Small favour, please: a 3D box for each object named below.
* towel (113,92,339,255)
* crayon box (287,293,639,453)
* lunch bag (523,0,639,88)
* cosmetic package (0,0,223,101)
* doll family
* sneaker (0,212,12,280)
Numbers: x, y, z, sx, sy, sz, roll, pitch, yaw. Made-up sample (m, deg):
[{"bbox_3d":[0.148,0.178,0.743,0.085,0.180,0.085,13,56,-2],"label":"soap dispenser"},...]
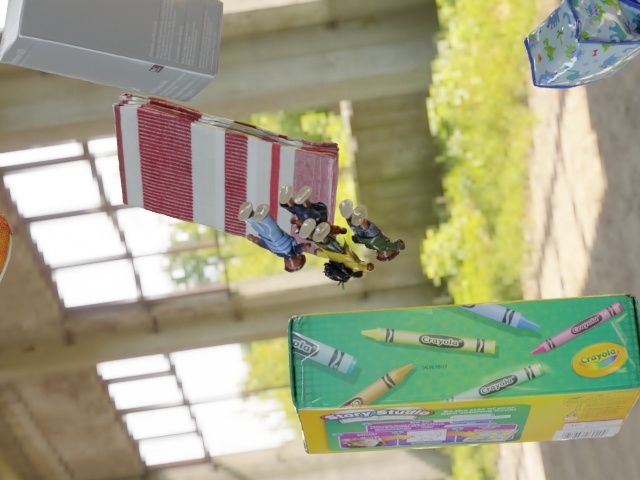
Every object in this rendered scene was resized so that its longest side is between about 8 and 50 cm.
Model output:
[{"bbox_3d":[-0.135,-0.092,2.119,0.237,0.329,0.037,95,-168,-52],"label":"towel"},{"bbox_3d":[0.117,0.115,1.220,0.165,0.278,0.081,83,-176,-69],"label":"crayon box"},{"bbox_3d":[0.367,-0.265,1.948,0.129,0.151,0.096,134,133,-60],"label":"lunch bag"},{"bbox_3d":[-0.245,-0.243,1.717,0.127,0.238,0.107,156,119,-68],"label":"cosmetic package"},{"bbox_3d":[0.000,0.000,1.572,0.076,0.193,0.111,-59,-40,-12],"label":"doll family"},{"bbox_3d":[-0.296,0.042,1.077,0.064,0.175,0.067,49,-172,13],"label":"sneaker"}]
